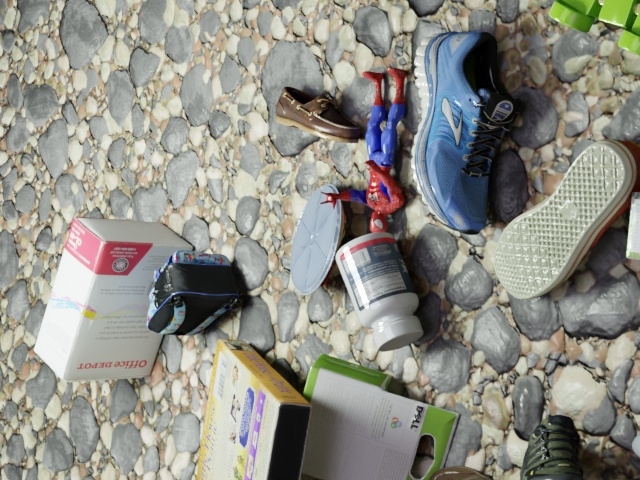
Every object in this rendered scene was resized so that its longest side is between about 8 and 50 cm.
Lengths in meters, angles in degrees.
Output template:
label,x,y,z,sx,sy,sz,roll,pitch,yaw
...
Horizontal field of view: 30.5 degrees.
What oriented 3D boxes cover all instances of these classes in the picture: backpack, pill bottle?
label,x,y,z,sx,sy,sz,roll,pitch,yaw
backpack,-0.257,0.111,2.262,0.173,0.158,0.116,-47,49,45
pill bottle,0.102,0.087,1.946,0.108,0.108,0.180,-36,65,36

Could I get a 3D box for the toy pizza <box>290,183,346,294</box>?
label,x,y,z,sx,sy,sz,roll,pitch,yaw
toy pizza,0.000,0.000,2.066,0.201,0.032,0.201,-166,90,-69

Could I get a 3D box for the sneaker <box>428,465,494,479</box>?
label,x,y,z,sx,sy,sz,roll,pitch,yaw
sneaker,0.234,0.396,1.831,0.188,0.071,0.066,5,92,43

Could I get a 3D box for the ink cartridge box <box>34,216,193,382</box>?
label,x,y,z,sx,sy,sz,roll,pitch,yaw
ink cartridge box,-0.417,0.117,2.356,0.131,0.226,0.306,36,111,39

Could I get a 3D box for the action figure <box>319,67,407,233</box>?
label,x,y,z,sx,sy,sz,roll,pitch,yaw
action figure,0.078,-0.149,1.968,0.092,0.139,0.280,0,90,45

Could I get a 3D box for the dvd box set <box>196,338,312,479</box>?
label,x,y,z,sx,sy,sz,roll,pitch,yaw
dvd box set,-0.127,0.369,2.055,0.420,0.062,0.307,-154,73,-70

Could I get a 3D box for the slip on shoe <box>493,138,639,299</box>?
label,x,y,z,sx,sy,sz,roll,pitch,yaw
slip on shoe,0.367,-0.026,1.714,0.123,0.101,0.331,55,136,22

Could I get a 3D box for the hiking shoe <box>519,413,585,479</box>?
label,x,y,z,sx,sy,sz,roll,pitch,yaw
hiking shoe,0.327,0.306,1.666,0.086,0.227,0.114,7,89,-1

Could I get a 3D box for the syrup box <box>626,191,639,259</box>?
label,x,y,z,sx,sy,sz,roll,pitch,yaw
syrup box,0.534,-0.009,1.550,0.237,0.096,0.093,7,94,43

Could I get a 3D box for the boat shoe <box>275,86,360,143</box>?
label,x,y,z,sx,sy,sz,roll,pitch,yaw
boat shoe,-0.007,-0.225,2.088,0.207,0.073,0.073,24,106,41

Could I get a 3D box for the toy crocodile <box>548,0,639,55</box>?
label,x,y,z,sx,sy,sz,roll,pitch,yaw
toy crocodile,0.434,-0.335,1.669,0.340,0.105,0.115,38,114,43

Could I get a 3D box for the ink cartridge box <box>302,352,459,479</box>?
label,x,y,z,sx,sy,sz,roll,pitch,yaw
ink cartridge box,0.088,0.322,1.969,0.255,0.097,0.188,17,101,8

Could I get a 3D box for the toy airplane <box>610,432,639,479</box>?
label,x,y,z,sx,sy,sz,roll,pitch,yaw
toy airplane,0.458,0.417,1.479,0.384,0.272,0.386,-54,53,26

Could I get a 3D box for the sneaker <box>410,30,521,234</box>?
label,x,y,z,sx,sy,sz,roll,pitch,yaw
sneaker,0.230,-0.173,1.825,0.147,0.130,0.329,-8,82,45
